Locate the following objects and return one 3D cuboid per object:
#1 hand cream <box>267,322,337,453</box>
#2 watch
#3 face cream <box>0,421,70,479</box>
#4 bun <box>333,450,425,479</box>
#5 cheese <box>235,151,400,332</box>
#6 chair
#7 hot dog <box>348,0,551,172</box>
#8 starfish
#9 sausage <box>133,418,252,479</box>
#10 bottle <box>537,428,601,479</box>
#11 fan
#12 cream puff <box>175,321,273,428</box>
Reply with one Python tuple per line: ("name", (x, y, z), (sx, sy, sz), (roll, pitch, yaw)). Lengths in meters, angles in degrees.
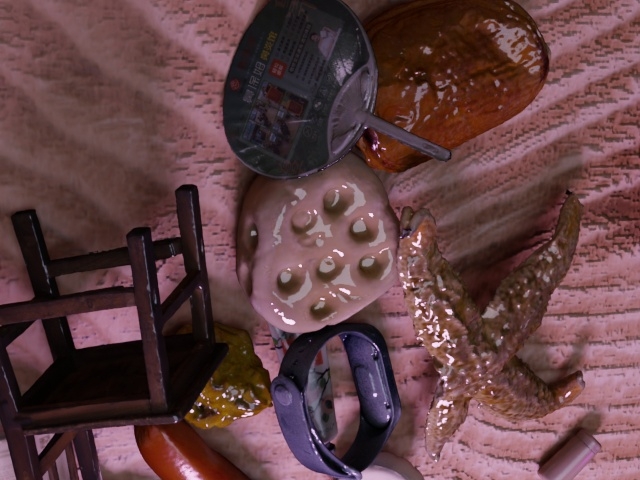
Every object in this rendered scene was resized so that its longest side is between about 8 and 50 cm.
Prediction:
("hand cream", (-0.017, 0.176, 1.727), (0.080, 0.050, 0.234), (-14, 107, -9))
("watch", (0.022, 0.209, 1.683), (0.193, 0.068, 0.206), (-27, 112, -45))
("face cream", (-0.387, 0.383, 1.654), (0.173, 0.081, 0.349), (-11, 112, -15))
("bun", (0.088, 0.343, 1.795), (0.138, 0.094, 0.138), (8, 115, 19))
("cheese", (0.000, 0.000, 1.624), (0.218, 0.117, 0.235), (23, 100, -25))
("chair", (-0.229, 0.173, 1.500), (0.240, 0.203, 0.416), (-8, 107, 14))
("hot dog", (0.146, -0.197, 1.594), (0.272, 0.122, 0.196), (-28, 111, -16))
("starfish", (0.237, 0.100, 1.711), (0.324, 0.082, 0.432), (-22, 123, -24))
("sausage", (-0.143, 0.321, 1.711), (0.083, 0.089, 0.300), (-39, 116, 6))
("bottle", (0.363, 0.320, 1.901), (0.096, 0.045, 0.045), (-44, 116, 0))
("fan", (-0.008, -0.144, 1.519), (0.223, 0.294, 0.012), (-40, 161, 22))
("cream puff", (-0.133, 0.178, 1.648), (0.146, 0.116, 0.146), (-8, 114, -18))
